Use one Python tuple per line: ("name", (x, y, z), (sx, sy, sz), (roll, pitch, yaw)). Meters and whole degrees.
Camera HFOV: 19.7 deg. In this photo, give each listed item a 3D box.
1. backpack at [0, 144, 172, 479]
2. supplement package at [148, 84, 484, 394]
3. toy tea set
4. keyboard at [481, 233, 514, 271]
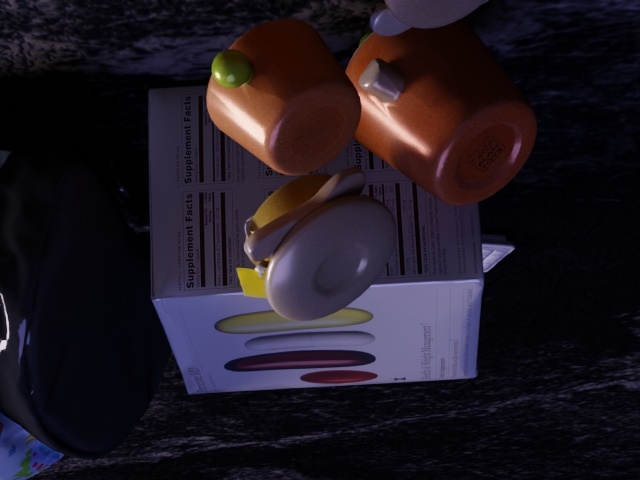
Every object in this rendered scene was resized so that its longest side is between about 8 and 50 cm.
("backpack", (-0.310, 0.047, 1.212), (0.355, 0.273, 0.290), (18, 160, 15))
("supplement package", (0.000, 0.000, 1.211), (0.203, 0.149, 0.194), (-3, 157, 3))
("toy tea set", (0.006, -0.118, 0.986), (0.200, 0.124, 0.336), (-30, 142, -15))
("keyboard", (0.016, 0.005, 1.400), (0.256, 0.014, 0.072), (4, 157, -13))
